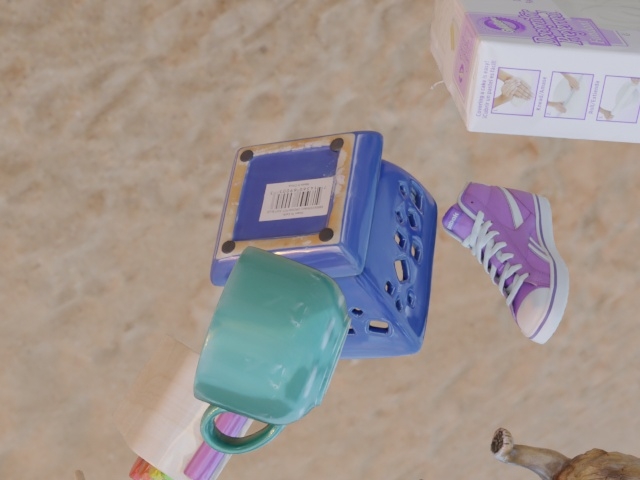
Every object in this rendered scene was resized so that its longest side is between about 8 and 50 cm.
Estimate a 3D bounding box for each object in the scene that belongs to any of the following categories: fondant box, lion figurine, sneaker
[{"bbox_3d":[0.294,-0.187,1.285,0.330,0.238,0.096,2,117,-6],"label":"fondant box"},{"bbox_3d":[0.244,0.330,1.419,0.240,0.142,0.392,21,148,-20],"label":"lion figurine"},{"bbox_3d":[0.240,0.023,1.720,0.161,0.282,0.102,17,124,-14],"label":"sneaker"}]

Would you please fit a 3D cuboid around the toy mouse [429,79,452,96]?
[{"bbox_3d":[0.215,-0.197,1.536,0.161,0.143,0.031,-27,-160,38],"label":"toy mouse"}]

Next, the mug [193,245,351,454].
[{"bbox_3d":[-0.035,0.089,1.008,0.158,0.097,0.129,103,7,-49],"label":"mug"}]

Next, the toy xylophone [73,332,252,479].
[{"bbox_3d":[-0.168,0.200,1.350,0.236,0.081,0.322,-55,-168,1],"label":"toy xylophone"}]

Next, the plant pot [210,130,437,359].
[{"bbox_3d":[0.000,0.000,1.579,0.236,0.236,0.212,-5,145,24],"label":"plant pot"}]
